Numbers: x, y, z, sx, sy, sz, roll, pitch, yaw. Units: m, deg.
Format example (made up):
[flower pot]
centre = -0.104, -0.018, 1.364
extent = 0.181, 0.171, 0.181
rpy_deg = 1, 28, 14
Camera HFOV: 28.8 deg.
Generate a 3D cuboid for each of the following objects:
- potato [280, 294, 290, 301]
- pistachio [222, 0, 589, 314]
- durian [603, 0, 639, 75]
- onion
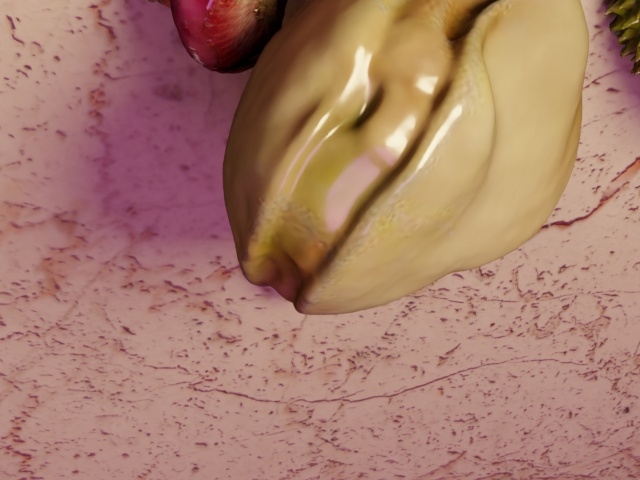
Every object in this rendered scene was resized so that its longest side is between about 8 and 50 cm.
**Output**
[potato]
centre = 0.000, 0.000, 1.395
extent = 0.105, 0.085, 0.188
rpy_deg = 9, 128, -31
[pistachio]
centre = 0.080, -0.098, 1.096
extent = 0.365, 0.281, 0.445
rpy_deg = -56, 171, 21
[durian]
centre = 0.395, -0.216, 1.257
extent = 0.169, 0.158, 0.352
rpy_deg = -33, 135, -3
[onion]
centre = -0.103, -0.222, 1.097
extent = 0.140, 0.150, 0.150
rpy_deg = 13, 146, 23
